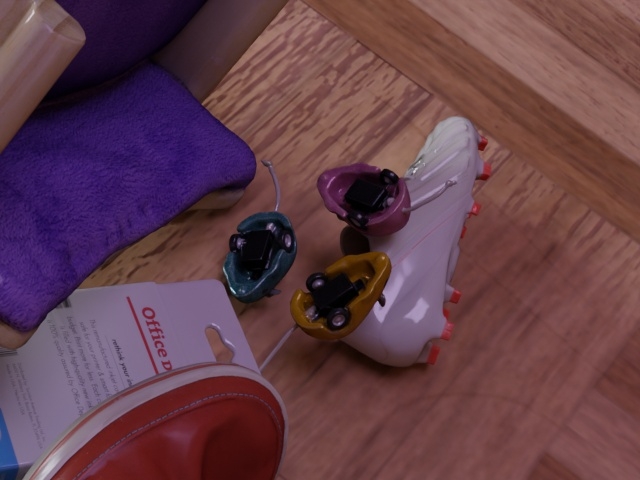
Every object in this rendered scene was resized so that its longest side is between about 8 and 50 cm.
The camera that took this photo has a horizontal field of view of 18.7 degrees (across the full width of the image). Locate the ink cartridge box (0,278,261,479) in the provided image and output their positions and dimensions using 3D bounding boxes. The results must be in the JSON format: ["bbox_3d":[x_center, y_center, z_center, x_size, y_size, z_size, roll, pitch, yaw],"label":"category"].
[{"bbox_3d":[-0.125,0.083,1.009,0.180,0.060,0.104,-5,53,-28],"label":"ink cartridge box"}]

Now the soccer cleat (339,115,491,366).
[{"bbox_3d":[0.053,-0.010,1.171,0.076,0.068,0.196,19,49,-4],"label":"soccer cleat"}]

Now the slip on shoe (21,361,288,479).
[{"bbox_3d":[-0.111,0.177,0.878,0.101,0.123,0.331,11,39,37],"label":"slip on shoe"}]

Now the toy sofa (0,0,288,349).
[{"bbox_3d":[-0.115,-0.095,1.014,0.177,0.150,0.362,43,23,4],"label":"toy sofa"}]

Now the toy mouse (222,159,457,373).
[{"bbox_3d":[0.000,0.000,1.122,0.161,0.031,0.143,-37,44,-2],"label":"toy mouse"}]
